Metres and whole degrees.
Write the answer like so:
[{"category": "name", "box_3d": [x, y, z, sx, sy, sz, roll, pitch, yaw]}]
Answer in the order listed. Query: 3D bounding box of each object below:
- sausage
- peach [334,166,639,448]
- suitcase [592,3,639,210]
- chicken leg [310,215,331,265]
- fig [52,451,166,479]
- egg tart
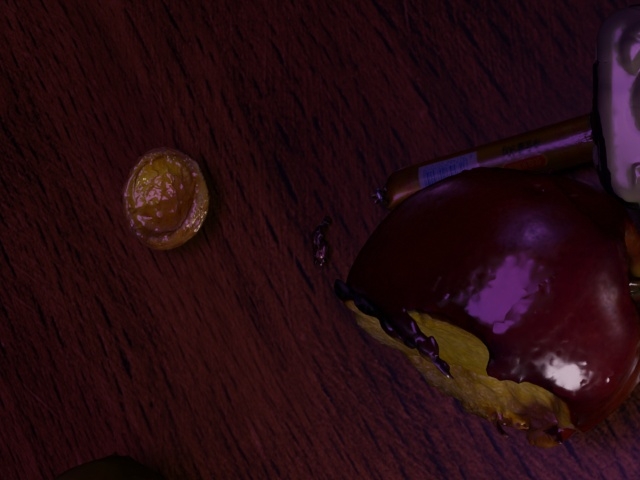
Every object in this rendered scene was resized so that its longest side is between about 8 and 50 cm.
[{"category": "sausage", "box_3d": [0.236, -0.105, 1.528, 0.372, 0.082, 0.082, -15, 72, 29]}, {"category": "peach", "box_3d": [0.223, 0.085, 1.356, 0.417, 0.339, 0.353, -18, 39, 31]}, {"category": "suitcase", "box_3d": [0.509, -0.202, 1.287, 0.352, 0.194, 0.339, -2, 89, 28]}, {"category": "chicken leg", "box_3d": [-0.001, 0.002, 1.684, 0.036, 0.021, 0.083, -9, 70, 40]}, {"category": "fig", "box_3d": [-0.329, 0.505, 1.615, 0.343, 0.343, 0.343, -7, 76, 30]}, {"category": "egg tart", "box_3d": [-0.264, -0.070, 1.827, 0.191, 0.074, 0.191, -6, 77, 29]}]
